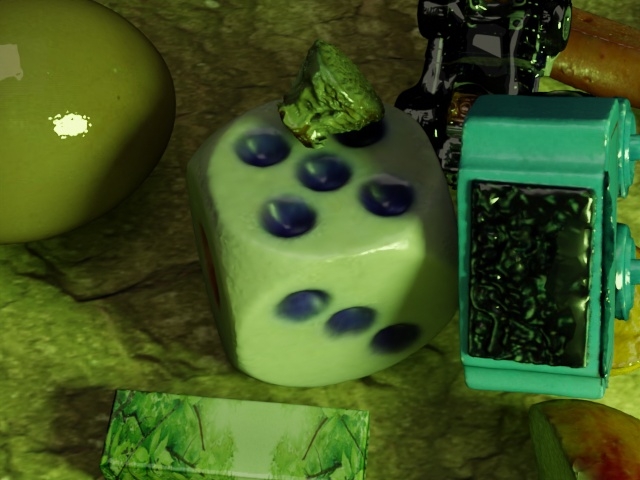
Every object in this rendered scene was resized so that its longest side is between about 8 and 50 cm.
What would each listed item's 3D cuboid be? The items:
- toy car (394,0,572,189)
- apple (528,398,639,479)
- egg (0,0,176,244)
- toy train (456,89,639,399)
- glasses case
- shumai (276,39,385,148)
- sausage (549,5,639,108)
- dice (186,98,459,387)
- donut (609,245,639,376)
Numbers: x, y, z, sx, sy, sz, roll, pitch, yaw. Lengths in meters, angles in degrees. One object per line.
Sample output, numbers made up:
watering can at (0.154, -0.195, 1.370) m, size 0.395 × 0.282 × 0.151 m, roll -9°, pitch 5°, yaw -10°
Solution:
toy car at (0.205, -0.207, 1.826) m, size 0.193 × 0.118 × 0.301 m, roll 8°, pitch 72°, yaw 18°
apple at (0.305, 0.302, 1.447) m, size 0.254 × 0.179 × 0.346 m, roll 15°, pitch 42°, yaw -34°
egg at (-0.353, -0.145, 1.727) m, size 0.374 × 0.301 × 0.301 m, roll -2°, pitch 50°, yaw -17°
toy train at (0.230, 0.000, 1.526) m, size 0.188 × 0.300 × 0.265 m, roll 3°, pitch 21°, yaw 16°
glasses case at (-0.087, 0.219, 1.581) m, size 0.272 × 0.062 × 0.095 m, roll 5°, pitch 58°, yaw 6°
shumai at (0.004, -0.140, 1.537) m, size 0.087 × 0.124 × 0.099 m, roll -41°, pitch 76°, yaw 16°
sausage at (0.306, -0.254, 1.925) m, size 0.330 × 0.102 × 0.102 m, roll 24°, pitch 56°, yaw 20°
dice at (0.000, 0.000, 1.628) m, size 0.251 × 0.259 × 0.243 m, roll -12°, pitch 54°, yaw -9°
donut at (0.308, 0.078, 1.677) m, size 0.162 × 0.065 × 0.178 m, roll -37°, pitch 60°, yaw -11°
